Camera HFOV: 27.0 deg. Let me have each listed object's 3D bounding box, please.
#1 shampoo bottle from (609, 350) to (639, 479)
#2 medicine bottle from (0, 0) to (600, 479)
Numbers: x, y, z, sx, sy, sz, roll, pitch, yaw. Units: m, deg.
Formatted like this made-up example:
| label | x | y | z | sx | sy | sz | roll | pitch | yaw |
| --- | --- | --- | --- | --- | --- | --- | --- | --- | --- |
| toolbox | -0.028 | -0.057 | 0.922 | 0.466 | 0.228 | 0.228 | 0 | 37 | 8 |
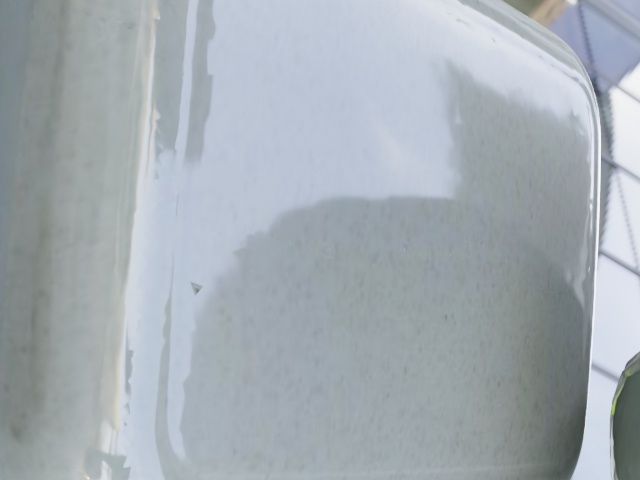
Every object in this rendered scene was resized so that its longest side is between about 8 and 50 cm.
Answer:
| label | x | y | z | sx | sy | sz | roll | pitch | yaw |
| --- | --- | --- | --- | --- | --- | --- | --- | --- | --- |
| shampoo bottle | 0.296 | 0.136 | 0.590 | 0.322 | 0.322 | 0.317 | -25 | -94 | 52 |
| medicine bottle | 0.000 | 0.000 | 0.548 | 0.123 | 0.375 | 0.282 | -1 | -98 | 33 |
